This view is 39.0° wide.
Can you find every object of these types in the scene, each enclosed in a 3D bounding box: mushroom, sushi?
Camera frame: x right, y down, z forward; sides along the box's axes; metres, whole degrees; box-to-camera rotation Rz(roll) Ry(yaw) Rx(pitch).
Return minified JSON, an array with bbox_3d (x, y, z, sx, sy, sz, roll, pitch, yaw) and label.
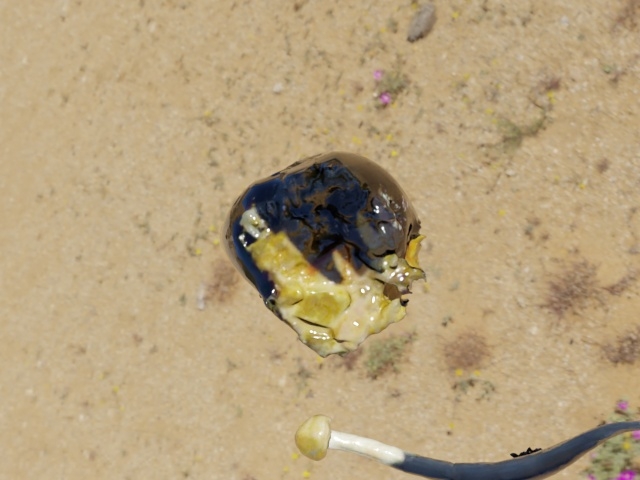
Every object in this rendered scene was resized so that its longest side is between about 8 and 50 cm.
[{"bbox_3d":[0.122,0.177,0.762,0.306,0.068,0.043,-3,51,23],"label":"mushroom"},{"bbox_3d":[0.002,0.007,0.972,0.213,0.200,0.204,-24,12,11],"label":"sushi"}]
